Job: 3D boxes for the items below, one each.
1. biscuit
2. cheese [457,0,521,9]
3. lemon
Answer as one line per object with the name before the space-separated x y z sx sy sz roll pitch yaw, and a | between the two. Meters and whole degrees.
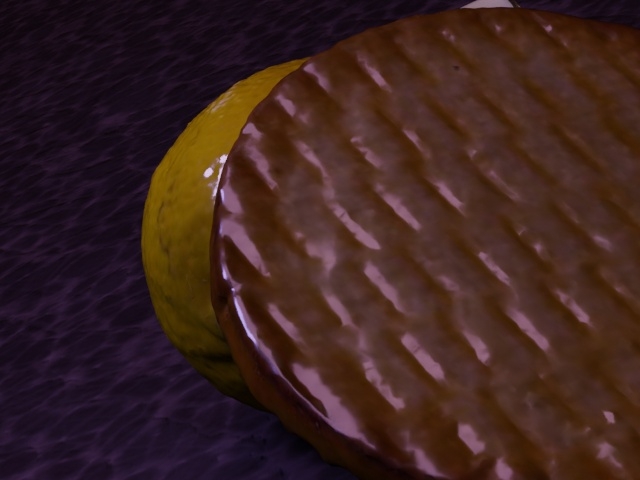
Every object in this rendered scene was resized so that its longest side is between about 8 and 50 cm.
biscuit | 0.105 0.007 0.933 0.317 0.040 0.318 3 48 -3
cheese | 0.041 -0.101 1.471 0.255 0.050 0.127 -25 23 5
lemon | 0.000 0.000 1.082 0.192 0.192 0.231 -13 23 30
